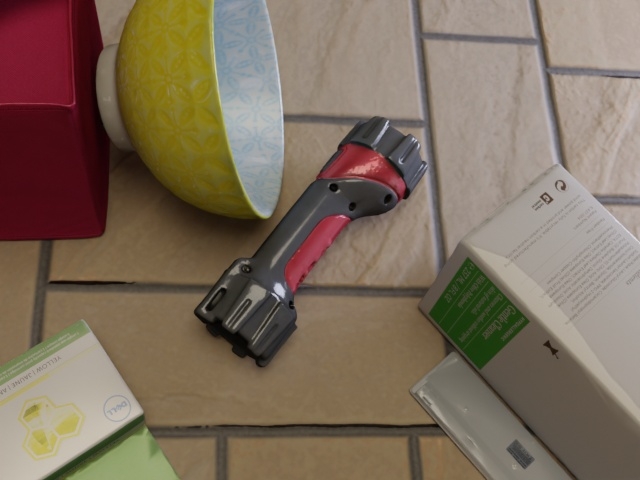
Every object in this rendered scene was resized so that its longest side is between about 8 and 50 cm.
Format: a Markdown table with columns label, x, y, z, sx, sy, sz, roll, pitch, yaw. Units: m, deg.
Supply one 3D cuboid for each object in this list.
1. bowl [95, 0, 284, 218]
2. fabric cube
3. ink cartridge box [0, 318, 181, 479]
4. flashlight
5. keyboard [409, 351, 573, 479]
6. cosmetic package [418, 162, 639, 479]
| label | x | y | z | sx | sy | sz | roll | pitch | yaw |
| --- | --- | --- | --- | --- | --- | --- | --- | --- | --- |
| bowl | -0.144 | -0.160 | 0.909 | 0.155 | 0.289 | 0.290 | -4 | 65 | 9 |
| fabric cube | -0.359 | -0.166 | 0.876 | 0.258 | 0.258 | 0.254 | -2 | 64 | -9 |
| ink cartridge box | -0.242 | 0.218 | 0.827 | 0.171 | 0.056 | 0.235 | -32 | 71 | -21 |
| flashlight | 0.000 | 0.000 | 0.944 | 0.103 | 0.103 | 0.304 | 22 | 65 | 32 |
| keyboard | 0.205 | 0.234 | 0.907 | 0.072 | 0.014 | 0.256 | -35 | 75 | -26 |
| cosmetic package | 0.293 | 0.126 | 0.867 | 0.155 | 0.197 | 0.365 | -36 | 73 | -21 |
